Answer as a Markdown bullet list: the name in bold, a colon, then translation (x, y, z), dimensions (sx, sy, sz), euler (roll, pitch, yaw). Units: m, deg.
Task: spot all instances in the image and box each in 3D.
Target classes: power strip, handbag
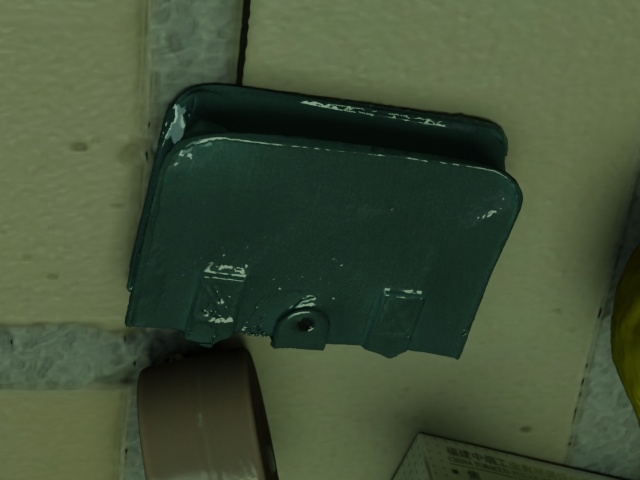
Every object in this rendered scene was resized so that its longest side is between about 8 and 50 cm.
- **power strip**: translation (-0.069, 0.147, 1.096), dimensions (0.078, 0.154, 0.154), euler (-10, 126, 1)
- **handbag**: translation (0.000, 0.000, 1.056), dimensions (0.229, 0.062, 0.179), euler (8, 123, -14)

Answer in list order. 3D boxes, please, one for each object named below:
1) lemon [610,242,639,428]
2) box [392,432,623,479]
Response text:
- **lemon**: translation (0.285, 0.062, 1.069), dimensions (0.231, 0.192, 0.192), euler (28, 116, -32)
- **box**: translation (0.186, 0.283, 1.267), dimensions (0.330, 0.095, 0.210), euler (15, 120, -18)
